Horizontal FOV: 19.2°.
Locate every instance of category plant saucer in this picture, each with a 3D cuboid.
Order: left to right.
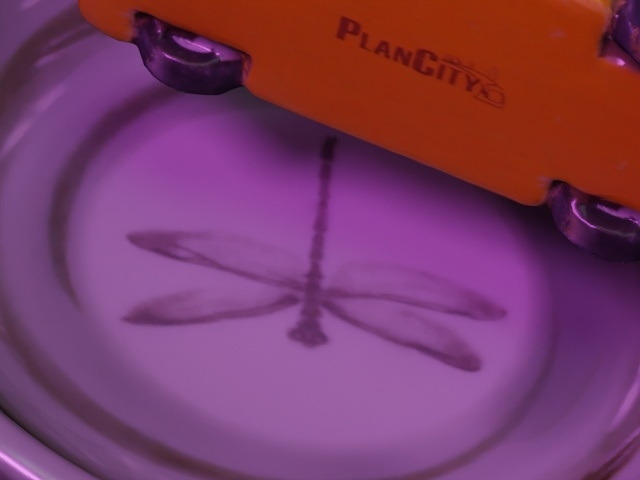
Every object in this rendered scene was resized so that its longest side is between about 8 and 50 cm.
[{"bbox_3d":[0.000,0.000,0.780,0.400,0.101,0.400,7,47,-7],"label":"plant saucer"}]

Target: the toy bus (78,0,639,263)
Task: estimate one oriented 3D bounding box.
[{"bbox_3d":[0.078,-0.093,0.742,0.332,0.108,0.130,22,46,8],"label":"toy bus"}]
